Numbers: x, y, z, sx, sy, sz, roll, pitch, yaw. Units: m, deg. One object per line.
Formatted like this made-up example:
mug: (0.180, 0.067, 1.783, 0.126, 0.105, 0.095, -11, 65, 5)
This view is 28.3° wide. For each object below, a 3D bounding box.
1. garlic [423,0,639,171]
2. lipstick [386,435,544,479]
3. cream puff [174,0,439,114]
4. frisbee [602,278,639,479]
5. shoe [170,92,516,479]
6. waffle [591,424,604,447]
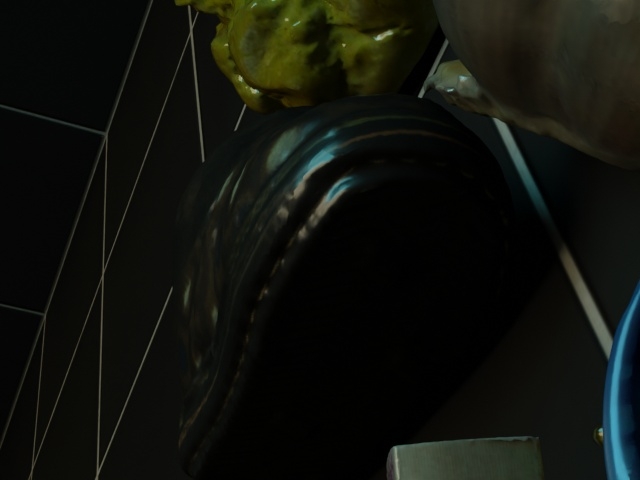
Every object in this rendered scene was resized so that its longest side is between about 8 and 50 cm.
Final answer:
garlic: (0.158, -0.155, 0.606, 0.237, 0.210, 0.292, -39, -27, -57)
lipstick: (0.072, 0.242, 0.506, 0.066, 0.068, 0.317, 85, -179, -70)
cream puff: (-0.034, -0.267, 1.043, 0.291, 0.257, 0.324, -90, 22, -47)
frisbee: (0.191, 0.032, 0.332, 0.242, 0.045, 0.242, -26, 39, 23)
shoe: (0.000, 0.000, 0.855, 0.384, 0.171, 0.237, 114, 157, -50)
waffle: (0.161, 0.120, 0.455, 0.262, 0.060, 0.281, 135, 145, -58)
